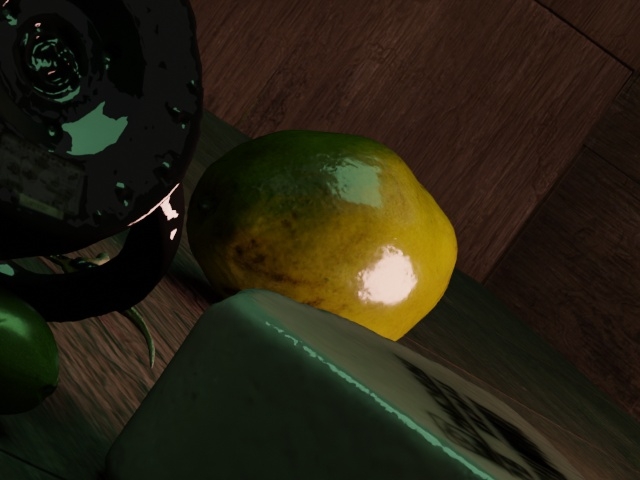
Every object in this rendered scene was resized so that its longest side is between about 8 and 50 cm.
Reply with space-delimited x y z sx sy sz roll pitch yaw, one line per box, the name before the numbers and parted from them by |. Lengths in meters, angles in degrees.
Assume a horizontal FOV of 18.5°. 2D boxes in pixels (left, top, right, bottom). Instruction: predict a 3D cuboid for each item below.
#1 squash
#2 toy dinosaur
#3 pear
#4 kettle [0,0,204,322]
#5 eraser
squash | -0.226 0.025 1.046 0.201 0.066 0.066 35 6 -6
toy dinosaur | -0.162 0.035 1.475 0.180 0.037 0.058 32 26 36
pear | 0.000 0.000 1.803 0.269 0.212 0.212 13 18 -31
kettle | -0.212 -0.075 1.153 0.250 0.207 0.271 15 -19 -41
eraser | 0.076 0.183 1.133 0.331 0.150 0.331 37 8 -6
